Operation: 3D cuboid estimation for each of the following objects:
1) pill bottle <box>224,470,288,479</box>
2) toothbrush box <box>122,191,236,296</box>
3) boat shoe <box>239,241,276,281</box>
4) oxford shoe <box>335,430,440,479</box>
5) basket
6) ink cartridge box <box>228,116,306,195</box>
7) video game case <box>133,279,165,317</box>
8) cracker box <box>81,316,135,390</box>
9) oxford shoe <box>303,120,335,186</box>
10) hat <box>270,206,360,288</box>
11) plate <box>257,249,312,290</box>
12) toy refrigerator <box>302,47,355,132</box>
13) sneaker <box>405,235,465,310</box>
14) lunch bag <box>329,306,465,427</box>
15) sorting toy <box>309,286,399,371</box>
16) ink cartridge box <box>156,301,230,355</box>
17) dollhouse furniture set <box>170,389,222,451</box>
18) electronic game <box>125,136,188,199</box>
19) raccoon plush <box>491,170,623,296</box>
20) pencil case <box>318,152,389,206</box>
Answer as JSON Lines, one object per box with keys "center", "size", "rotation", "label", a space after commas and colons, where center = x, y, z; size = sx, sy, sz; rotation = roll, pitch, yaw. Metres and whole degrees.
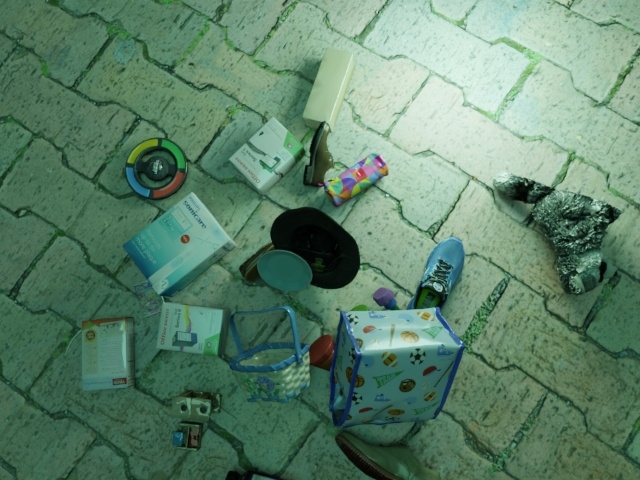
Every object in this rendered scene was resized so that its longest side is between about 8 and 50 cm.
{"center": [-0.195, 0.800, 1.480], "size": [0.219, 0.123, 0.123], "rotation": [12, 83, 6], "label": "pill bottle"}
{"center": [-0.471, 0.018, 1.600], "size": [0.295, 0.126, 0.216], "rotation": [-38, 82, -6], "label": "toothbrush box"}
{"center": [-0.190, 0.050, 1.609], "size": [0.207, 0.073, 0.073], "rotation": [-38, 44, -8], "label": "boat shoe"}
{"center": [0.211, 0.696, 1.494], "size": [0.348, 0.123, 0.130], "rotation": [32, 59, 8], "label": "oxford shoe"}
{"center": [-0.158, 0.353, 1.473], "size": [0.254, 0.201, 0.289], "rotation": [-13, 89, 34], "label": "basket"}
{"center": [-0.185, -0.291, 1.644], "size": [0.160, 0.092, 0.219], "rotation": [44, 86, 8], "label": "ink cartridge box"}
{"center": [-0.593, 0.198, 1.642], "size": [0.087, 0.011, 0.122], "rotation": [-20, 81, 1], "label": "video game case"}
{"center": [-0.719, 0.382, 1.597], "size": [0.155, 0.067, 0.232], "rotation": [-5, 81, 3], "label": "cracker box"}
{"center": [0.007, -0.296, 1.624], "size": [0.096, 0.083, 0.227], "rotation": [9, 112, -11], "label": "oxford shoe"}
{"center": [0.000, 0.000, 1.543], "size": [0.331, 0.331, 0.134], "rotation": [23, 45, 6], "label": "hat"}
{"center": [-0.117, 0.096, 1.561], "size": [0.188, 0.188, 0.024], "rotation": [13, 42, 5], "label": "plate"}
{"center": [0.032, -0.528, 1.667], "size": [0.102, 0.094, 0.270], "rotation": [17, 83, 12], "label": "toy refrigerator"}
{"center": [0.385, 0.139, 1.525], "size": [0.129, 0.147, 0.330], "rotation": [24, 84, 6], "label": "sneaker"}
{"center": [0.203, 0.400, 1.414], "size": [0.327, 0.239, 0.386], "rotation": [-1, 119, -10], "label": "lunch bag"}
{"center": [0.122, 0.313, 1.552], "size": [0.365, 0.127, 0.126], "rotation": [-41, 105, -1], "label": "sorting toy"}
{"center": [-0.426, 0.295, 1.579], "size": [0.212, 0.093, 0.154], "rotation": [7, 83, 6], "label": "ink cartridge box"}
{"center": [-0.404, 0.591, 1.517], "size": [0.128, 0.129, 0.184], "rotation": [4, 81, 4], "label": "dollhouse furniture set"}
{"center": [-0.587, -0.258, 1.686], "size": [0.229, 0.048, 0.229], "rotation": [0, 82, 3], "label": "electronic game"}
{"center": [0.745, -0.013, 1.548], "size": [0.446, 0.216, 0.299], "rotation": [27, 99, 35], "label": "raccoon plush"}
{"center": [0.117, -0.210, 1.614], "size": [0.236, 0.104, 0.104], "rotation": [-31, 82, -3], "label": "pencil case"}
